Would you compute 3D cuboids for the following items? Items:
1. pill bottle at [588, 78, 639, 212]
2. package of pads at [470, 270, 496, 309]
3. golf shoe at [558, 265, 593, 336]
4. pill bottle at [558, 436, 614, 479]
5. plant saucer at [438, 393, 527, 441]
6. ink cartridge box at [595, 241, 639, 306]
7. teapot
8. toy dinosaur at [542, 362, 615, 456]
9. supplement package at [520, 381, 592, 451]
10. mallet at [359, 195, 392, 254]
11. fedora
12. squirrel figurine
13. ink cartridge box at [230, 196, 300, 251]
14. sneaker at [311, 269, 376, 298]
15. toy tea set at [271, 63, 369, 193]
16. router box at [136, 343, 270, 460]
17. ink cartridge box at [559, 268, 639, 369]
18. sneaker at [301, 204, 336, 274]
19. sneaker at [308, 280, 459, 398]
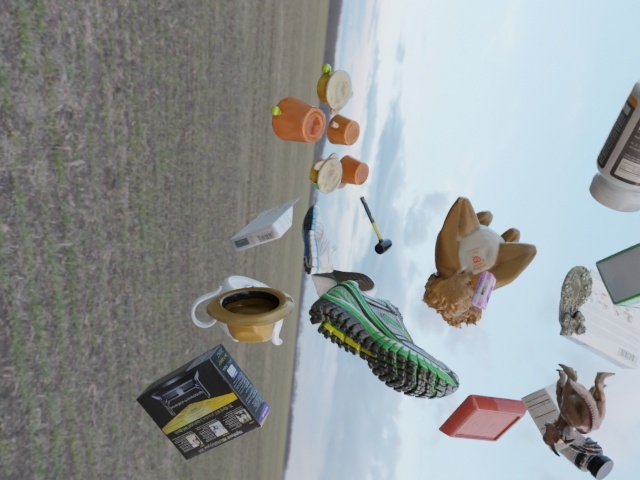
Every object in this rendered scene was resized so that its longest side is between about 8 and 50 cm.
[{"bbox_3d":[0.726,-0.209,1.076,0.162,0.162,0.278,-85,178,-45],"label":"pill bottle"},{"bbox_3d":[0.383,0.117,1.127,0.050,0.032,0.083,33,77,-54],"label":"package of pads"},{"bbox_3d":[0.591,0.135,1.142,0.086,0.069,0.176,-71,162,-72],"label":"golf shoe"},{"bbox_3d":[0.996,0.804,1.850,0.219,0.122,0.123,40,-51,56],"label":"pill bottle"},{"bbox_3d":[0.615,0.676,1.797,0.048,0.259,0.258,-97,-157,-49],"label":"plant saucer"},{"bbox_3d":[0.858,0.078,1.182,0.211,0.289,0.122,-38,-126,41],"label":"ink cartridge box"},{"bbox_3d":[-0.251,0.244,1.576,0.187,0.256,0.252,-63,163,10],"label":"teapot"},{"bbox_3d":[0.615,0.412,1.139,0.296,0.127,0.200,53,50,-59],"label":"toy dinosaur"},{"bbox_3d":[0.757,0.563,1.547,0.105,0.105,0.179,-49,-124,42],"label":"supplement package"},{"bbox_3d":[0.172,-0.051,1.505,0.062,0.039,0.190,-18,87,-50],"label":"mallet"},{"bbox_3d":[-0.146,0.162,1.019,0.194,0.194,0.079,-88,176,-73],"label":"fedora"},{"bbox_3d":[0.484,0.088,1.606,0.397,0.281,0.370,-61,169,5],"label":"squirrel figurine"},{"bbox_3d":[-0.172,-0.056,1.638,0.066,0.189,0.232,65,31,-12],"label":"ink cartridge box"},{"bbox_3d":[0.082,0.166,1.500,0.290,0.105,0.123,10,-65,59],"label":"sneaker"},{"bbox_3d":[0.001,-0.236,1.140,0.200,0.124,0.336,-47,140,-24],"label":"toy tea set"},{"bbox_3d":[-0.336,0.469,1.380,0.243,0.308,0.081,56,22,-9],"label":"router box"},{"bbox_3d":[0.951,0.261,1.598,0.239,0.275,0.060,-65,-171,-16],"label":"ink cartridge box"},{"bbox_3d":[0.000,0.000,1.243,0.071,0.082,0.191,140,-48,-60],"label":"sneaker"},{"bbox_3d":[0.151,0.201,1.024,0.146,0.343,0.134,-44,165,-36],"label":"sneaker"}]
